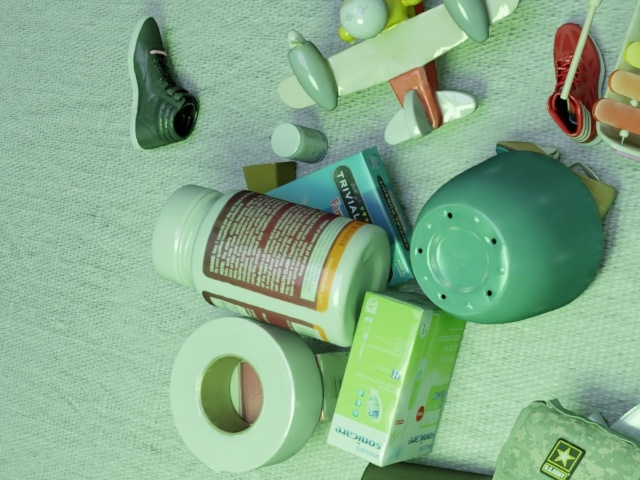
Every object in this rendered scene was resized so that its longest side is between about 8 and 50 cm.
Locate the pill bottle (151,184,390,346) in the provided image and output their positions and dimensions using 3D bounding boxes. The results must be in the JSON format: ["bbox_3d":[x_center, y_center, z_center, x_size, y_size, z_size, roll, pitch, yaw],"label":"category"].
[{"bbox_3d":[-0.091,0.034,1.921,0.392,0.224,0.224,16,95,22],"label":"pill bottle"}]

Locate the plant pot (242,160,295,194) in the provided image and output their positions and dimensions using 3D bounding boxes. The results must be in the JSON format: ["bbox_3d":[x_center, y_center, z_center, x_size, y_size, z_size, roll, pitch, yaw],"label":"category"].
[{"bbox_3d":[-0.100,-0.115,2.150,0.082,0.081,0.083,-3,94,31],"label":"plant pot"}]

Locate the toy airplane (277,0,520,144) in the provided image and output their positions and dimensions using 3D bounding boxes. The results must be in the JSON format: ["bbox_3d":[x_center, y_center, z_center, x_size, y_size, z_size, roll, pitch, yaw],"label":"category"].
[{"bbox_3d":[0.125,-0.361,1.917,0.384,0.272,0.386,32,102,28],"label":"toy airplane"}]

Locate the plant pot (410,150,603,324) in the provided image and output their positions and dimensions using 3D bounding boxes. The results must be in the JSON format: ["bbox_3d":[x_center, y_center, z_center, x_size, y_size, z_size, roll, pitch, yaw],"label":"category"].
[{"bbox_3d":[0.287,0.010,1.774,0.293,0.235,0.293,11,108,36],"label":"plant pot"}]

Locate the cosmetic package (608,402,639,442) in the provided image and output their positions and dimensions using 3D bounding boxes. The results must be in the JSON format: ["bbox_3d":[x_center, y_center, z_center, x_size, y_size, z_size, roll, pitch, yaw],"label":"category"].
[{"bbox_3d":[0.569,0.367,1.687,0.085,0.117,0.231,-46,67,22],"label":"cosmetic package"}]

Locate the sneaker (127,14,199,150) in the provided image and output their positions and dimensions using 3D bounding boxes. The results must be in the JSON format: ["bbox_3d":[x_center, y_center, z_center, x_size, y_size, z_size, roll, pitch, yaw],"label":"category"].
[{"bbox_3d":[-0.332,-0.342,2.296,0.147,0.104,0.295,2,93,29],"label":"sneaker"}]

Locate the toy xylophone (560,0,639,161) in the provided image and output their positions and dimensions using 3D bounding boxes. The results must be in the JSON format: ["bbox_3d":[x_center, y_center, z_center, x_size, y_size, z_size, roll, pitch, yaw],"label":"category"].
[{"bbox_3d":[0.525,-0.286,1.722,0.081,0.236,0.322,-144,63,-71],"label":"toy xylophone"}]

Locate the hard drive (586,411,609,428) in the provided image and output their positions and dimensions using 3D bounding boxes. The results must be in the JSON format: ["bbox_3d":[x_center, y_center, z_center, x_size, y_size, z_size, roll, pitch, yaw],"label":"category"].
[{"bbox_3d":[0.465,0.479,1.785,0.210,0.040,0.318,-38,68,24],"label":"hard drive"}]

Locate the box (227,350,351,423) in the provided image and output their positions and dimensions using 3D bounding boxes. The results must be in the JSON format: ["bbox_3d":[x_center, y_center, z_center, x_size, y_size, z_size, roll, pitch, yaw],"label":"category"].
[{"bbox_3d":[-0.057,0.285,2.051,0.232,0.149,0.126,-9,83,31],"label":"box"}]

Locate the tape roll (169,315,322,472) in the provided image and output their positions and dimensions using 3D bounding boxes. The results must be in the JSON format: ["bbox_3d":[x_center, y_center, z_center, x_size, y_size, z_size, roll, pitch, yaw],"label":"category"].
[{"bbox_3d":[-0.140,0.281,1.956,0.286,0.100,0.286,-2,87,31],"label":"tape roll"}]

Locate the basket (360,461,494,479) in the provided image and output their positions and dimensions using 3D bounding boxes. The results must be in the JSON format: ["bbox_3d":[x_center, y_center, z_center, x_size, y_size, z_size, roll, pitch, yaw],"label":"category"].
[{"bbox_3d":[0.198,0.472,1.877,0.227,0.204,0.154,-1,103,21],"label":"basket"}]

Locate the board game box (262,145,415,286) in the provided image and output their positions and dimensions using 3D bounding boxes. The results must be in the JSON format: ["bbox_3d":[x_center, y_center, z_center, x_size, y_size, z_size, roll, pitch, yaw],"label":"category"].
[{"bbox_3d":[0.000,0.000,2.041,0.336,0.079,0.253,-22,92,28],"label":"board game box"}]

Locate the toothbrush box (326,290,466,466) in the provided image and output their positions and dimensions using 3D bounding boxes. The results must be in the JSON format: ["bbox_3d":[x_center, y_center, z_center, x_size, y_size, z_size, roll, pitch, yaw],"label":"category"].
[{"bbox_3d":[0.142,0.241,1.902,0.122,0.206,0.283,18,95,30],"label":"toothbrush box"}]

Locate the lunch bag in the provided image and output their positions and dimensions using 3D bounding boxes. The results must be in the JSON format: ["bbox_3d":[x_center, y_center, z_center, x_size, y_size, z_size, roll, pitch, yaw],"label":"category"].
[{"bbox_3d":[0.396,0.415,1.675,0.235,0.169,0.287,21,106,46],"label":"lunch bag"}]

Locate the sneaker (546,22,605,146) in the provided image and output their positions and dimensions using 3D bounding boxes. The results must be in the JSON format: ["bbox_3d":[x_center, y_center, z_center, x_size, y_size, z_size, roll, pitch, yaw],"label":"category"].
[{"bbox_3d":[0.432,-0.276,1.809,0.087,0.128,0.221,-17,79,28],"label":"sneaker"}]

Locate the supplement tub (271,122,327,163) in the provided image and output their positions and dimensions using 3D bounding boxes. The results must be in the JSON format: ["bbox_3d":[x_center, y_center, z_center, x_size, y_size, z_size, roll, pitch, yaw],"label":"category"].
[{"bbox_3d":[-0.041,-0.192,2.101,0.071,0.107,0.071,-3,85,31],"label":"supplement tub"}]

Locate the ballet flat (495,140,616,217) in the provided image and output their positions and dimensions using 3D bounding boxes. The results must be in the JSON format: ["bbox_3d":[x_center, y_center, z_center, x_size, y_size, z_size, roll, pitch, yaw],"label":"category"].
[{"bbox_3d":[0.413,-0.120,1.855,0.232,0.080,0.073,39,78,25],"label":"ballet flat"}]
